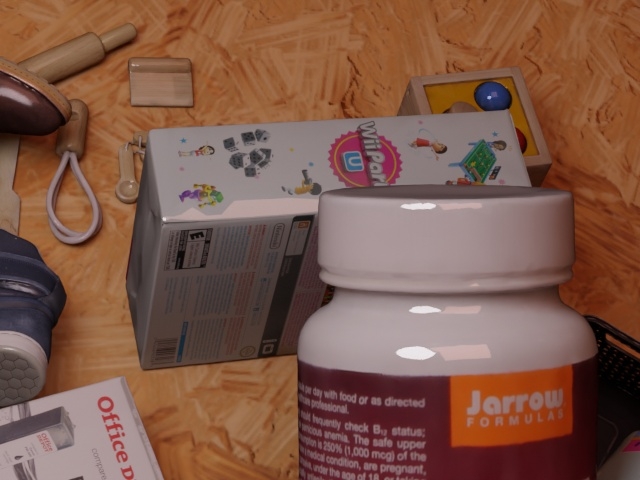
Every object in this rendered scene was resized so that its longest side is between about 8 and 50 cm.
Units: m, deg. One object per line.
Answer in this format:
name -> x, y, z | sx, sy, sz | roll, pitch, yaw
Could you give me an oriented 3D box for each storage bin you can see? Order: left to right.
storage bin -> 0.224, 0.170, 1.579 | 0.122, 0.084, 0.180 | 30, 58, 7

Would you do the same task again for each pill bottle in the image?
pill bottle -> 0.094, 0.158, 1.374 | 0.224, 0.224, 0.392 | -2, 96, -13

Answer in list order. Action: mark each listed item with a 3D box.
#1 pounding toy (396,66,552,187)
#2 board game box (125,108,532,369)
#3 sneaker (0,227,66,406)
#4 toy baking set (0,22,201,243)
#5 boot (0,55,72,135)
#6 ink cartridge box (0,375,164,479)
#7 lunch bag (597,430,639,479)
pounding toy -> 0.131, -0.090, 1.703 | 0.141, 0.100, 0.130 | -7, 61, -16
board game box -> 0.000, 0.000, 1.552 | 0.303, 0.224, 0.097 | -4, 58, -14
sneaker -> -0.320, 0.069, 1.530 | 0.226, 0.086, 0.163 | -5, 38, 9
toy baking set -> -0.212, -0.096, 1.677 | 0.256, 0.030, 0.196 | -23, 67, -23
boot -> -0.356, -0.067, 1.593 | 0.248, 0.090, 0.206 | 13, 65, 12
ink cartridge box -> -0.232, 0.216, 1.452 | 0.218, 0.092, 0.158 | -14, 64, -21
lunch bag -> 0.324, 0.277, 1.422 | 0.108, 0.224, 0.279 | -43, 107, -17
